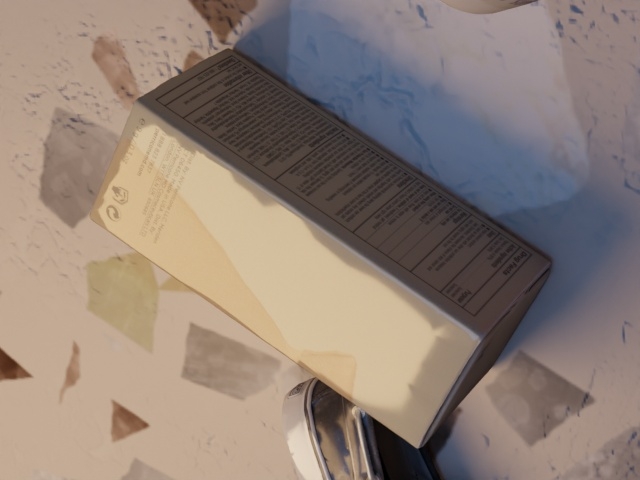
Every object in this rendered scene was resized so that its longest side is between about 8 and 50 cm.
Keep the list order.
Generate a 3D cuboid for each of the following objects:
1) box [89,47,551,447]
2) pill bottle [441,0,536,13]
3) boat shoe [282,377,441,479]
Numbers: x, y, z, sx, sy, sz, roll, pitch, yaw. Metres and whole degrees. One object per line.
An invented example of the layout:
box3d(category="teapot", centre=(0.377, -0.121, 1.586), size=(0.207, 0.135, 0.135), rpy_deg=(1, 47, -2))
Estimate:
box3d(category="box", centre=(0.000, 0.000, 1.305), size=(0.311, 0.148, 0.121), rpy_deg=(35, 124, 13))
box3d(category="pill bottle", centre=(0.231, -0.291, 1.002), size=(0.408, 0.229, 0.229), rpy_deg=(-14, 103, 33))
box3d(category="boat shoe", centre=(0.075, 0.241, 1.396), size=(0.102, 0.108, 0.301), rpy_deg=(-21, 93, 35))
